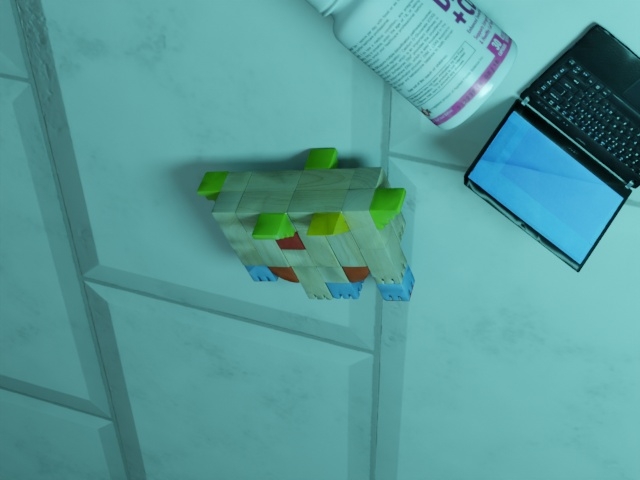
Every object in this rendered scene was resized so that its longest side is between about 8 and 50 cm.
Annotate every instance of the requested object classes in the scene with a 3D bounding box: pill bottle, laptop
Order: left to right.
[{"bbox_3d":[0.120,-0.300,1.393,0.283,0.160,0.160,39,135,-12],"label":"pill bottle"},{"bbox_3d":[0.384,-0.126,1.443,0.234,0.136,0.264,36,135,-10],"label":"laptop"}]

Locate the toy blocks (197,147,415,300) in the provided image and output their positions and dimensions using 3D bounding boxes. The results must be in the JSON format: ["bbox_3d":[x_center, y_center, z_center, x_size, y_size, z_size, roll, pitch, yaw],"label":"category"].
[{"bbox_3d":[0.000,0.000,1.739,0.381,0.190,0.261,0,141,25],"label":"toy blocks"}]
